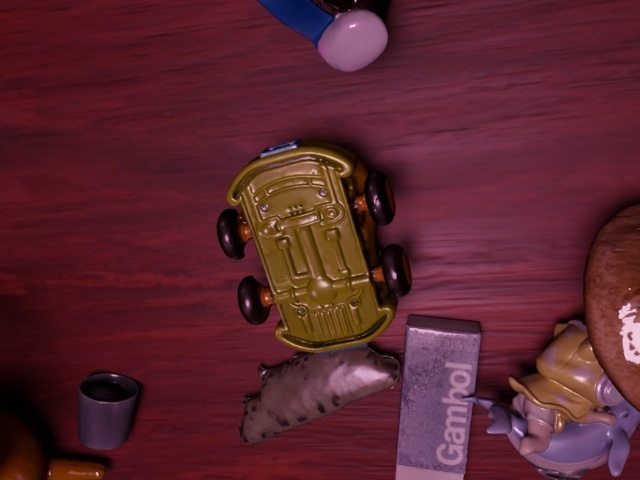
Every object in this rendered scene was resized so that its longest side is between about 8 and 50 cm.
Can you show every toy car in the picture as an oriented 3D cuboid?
[{"bbox_3d":[0.000,0.000,0.754,0.200,0.142,0.248,-10,107,13],"label":"toy car"}]

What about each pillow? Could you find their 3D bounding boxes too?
[{"bbox_3d":[-0.015,0.184,0.833,0.241,0.051,0.093,-27,84,18],"label":"pillow"}]

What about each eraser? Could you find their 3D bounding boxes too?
[{"bbox_3d":[0.145,0.204,0.806,0.092,0.046,0.212,5,100,11],"label":"eraser"}]

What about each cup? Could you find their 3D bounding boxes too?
[{"bbox_3d":[-0.301,0.231,0.894,0.100,0.078,0.077,27,111,41],"label":"cup"}]

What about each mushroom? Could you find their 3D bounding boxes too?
[{"bbox_3d":[0.383,0.082,0.654,0.278,0.146,0.278,8,70,-23],"label":"mushroom"}]

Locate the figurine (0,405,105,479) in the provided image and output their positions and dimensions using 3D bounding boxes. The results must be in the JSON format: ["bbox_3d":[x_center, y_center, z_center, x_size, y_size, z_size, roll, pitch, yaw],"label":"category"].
[{"bbox_3d":[-0.484,0.253,0.792,0.268,0.401,0.387,-39,129,-19],"label":"figurine"}]

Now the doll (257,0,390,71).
[{"bbox_3d":[0.056,-0.359,0.643,0.284,0.240,0.310,24,124,-34],"label":"doll"}]

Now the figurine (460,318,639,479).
[{"bbox_3d":[0.272,0.181,0.729,0.208,0.128,0.184,-2,97,-7],"label":"figurine"}]
